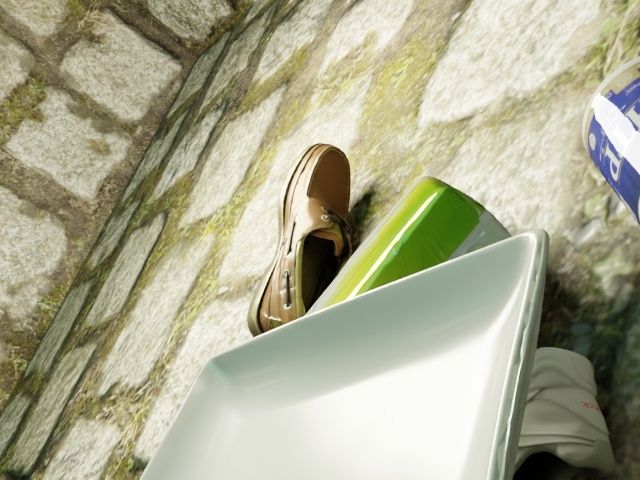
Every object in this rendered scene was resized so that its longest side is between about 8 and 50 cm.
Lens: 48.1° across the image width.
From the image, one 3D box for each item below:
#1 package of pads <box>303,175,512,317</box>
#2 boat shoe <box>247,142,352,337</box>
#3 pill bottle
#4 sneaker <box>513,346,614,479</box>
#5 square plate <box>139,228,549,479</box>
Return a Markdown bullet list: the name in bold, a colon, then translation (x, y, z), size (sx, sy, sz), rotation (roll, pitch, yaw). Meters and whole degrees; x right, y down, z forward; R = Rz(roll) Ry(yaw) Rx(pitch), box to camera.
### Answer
- **package of pads**: translation (0.053, 0.077, 0.689), size (0.296, 0.101, 0.229), rotation (-51, 2, 10)
- **boat shoe**: translation (0.000, 0.000, 0.971), size (0.104, 0.111, 0.307), rotation (-14, 57, 52)
- **pill bottle**: translation (0.269, -0.049, 0.505), size (0.112, 0.112, 0.187), rotation (-45, 27, 24)
- **sneaker**: translation (0.115, 0.180, 0.541), size (0.232, 0.090, 0.115), rotation (-44, 32, 29)
- **square plate**: translation (-0.024, 0.173, 0.428), size (0.347, 0.049, 0.344), rotation (-26, 28, 40)
